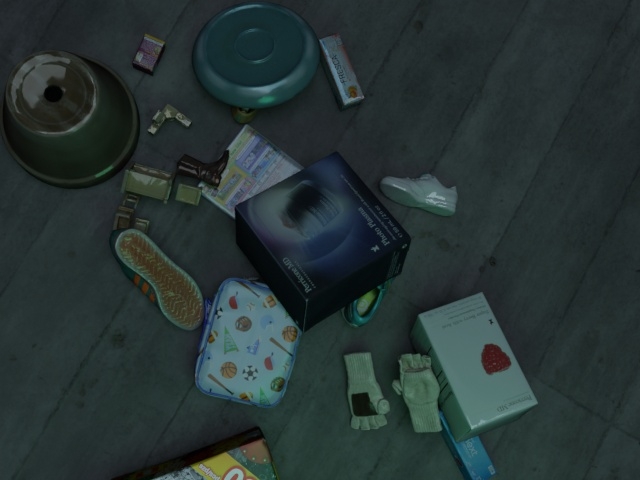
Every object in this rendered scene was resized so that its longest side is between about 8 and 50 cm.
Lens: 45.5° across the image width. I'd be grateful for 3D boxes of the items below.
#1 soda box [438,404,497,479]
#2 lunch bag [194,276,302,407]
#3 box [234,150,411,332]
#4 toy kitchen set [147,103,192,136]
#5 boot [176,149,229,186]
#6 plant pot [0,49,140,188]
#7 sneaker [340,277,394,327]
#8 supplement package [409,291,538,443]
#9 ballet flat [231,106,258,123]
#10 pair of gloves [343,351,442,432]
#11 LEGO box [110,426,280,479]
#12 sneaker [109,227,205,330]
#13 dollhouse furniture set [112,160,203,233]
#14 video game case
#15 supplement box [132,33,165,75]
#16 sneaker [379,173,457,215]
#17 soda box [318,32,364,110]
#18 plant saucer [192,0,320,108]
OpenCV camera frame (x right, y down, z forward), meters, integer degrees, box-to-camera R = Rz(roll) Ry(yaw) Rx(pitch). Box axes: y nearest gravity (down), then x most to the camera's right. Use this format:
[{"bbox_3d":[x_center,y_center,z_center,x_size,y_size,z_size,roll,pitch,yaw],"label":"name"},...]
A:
[{"bbox_3d":[0.356,0.502,1.914,0.067,0.071,0.210,-27,90,-13],"label":"soda box"},{"bbox_3d":[-0.174,0.236,1.830,0.243,0.115,0.303,15,84,-5],"label":"lunch bag"},{"bbox_3d":[0.000,0.000,1.772,0.294,0.182,0.296,-31,66,-19],"label":"box"},{"bbox_3d":[-0.369,-0.282,1.860,0.075,0.068,0.083,36,81,-5],"label":"toy kitchen set"},{"bbox_3d":[-0.287,-0.193,1.857,0.114,0.037,0.106,19,68,-2],"label":"boot"},{"bbox_3d":[-0.580,-0.298,1.722,0.324,0.280,0.322,1,84,-9],"label":"plant pot"},{"bbox_3d":[0.144,0.092,1.894,0.107,0.110,0.275,24,81,-7],"label":"sneaker"},{"bbox_3d":[0.359,0.306,1.832,0.178,0.175,0.292,-19,67,-11],"label":"supplement package"},{"bbox_3d":[-0.149,-0.398,1.904,0.080,0.073,0.232,23,82,-7],"label":"ballet flat"},{"bbox_3d":[0.173,0.370,1.846,0.240,0.042,0.204,-1,102,23],"label":"pair of gloves"},{"bbox_3d":[-0.230,0.731,1.737,0.373,0.193,0.499,-19,89,-11],"label":"LEGO box"},{"bbox_3d":[-0.388,0.086,1.817,0.108,0.121,0.302,-42,113,-17],"label":"sneaker"},{"bbox_3d":[-0.390,-0.086,1.848,0.182,0.101,0.160,15,108,-8],"label":"dollhouse furniture set"},{"bbox_3d":[-0.172,-0.151,1.906,0.193,0.023,0.212,37,81,-5],"label":"video game case"},{"bbox_3d":[-0.422,-0.457,1.879,0.055,0.043,0.083,23,81,-7],"label":"supplement box"},{"bbox_3d":[0.253,-0.136,1.957,0.212,0.080,0.094,19,71,-14],"label":"sneaker"},{"bbox_3d":[0.048,-0.429,1.944,0.058,0.063,0.183,-21,88,-10],"label":"soda box"},{"bbox_3d":[-0.159,-0.469,1.869,0.318,0.043,0.317,0,66,0],"label":"plant saucer"}]
